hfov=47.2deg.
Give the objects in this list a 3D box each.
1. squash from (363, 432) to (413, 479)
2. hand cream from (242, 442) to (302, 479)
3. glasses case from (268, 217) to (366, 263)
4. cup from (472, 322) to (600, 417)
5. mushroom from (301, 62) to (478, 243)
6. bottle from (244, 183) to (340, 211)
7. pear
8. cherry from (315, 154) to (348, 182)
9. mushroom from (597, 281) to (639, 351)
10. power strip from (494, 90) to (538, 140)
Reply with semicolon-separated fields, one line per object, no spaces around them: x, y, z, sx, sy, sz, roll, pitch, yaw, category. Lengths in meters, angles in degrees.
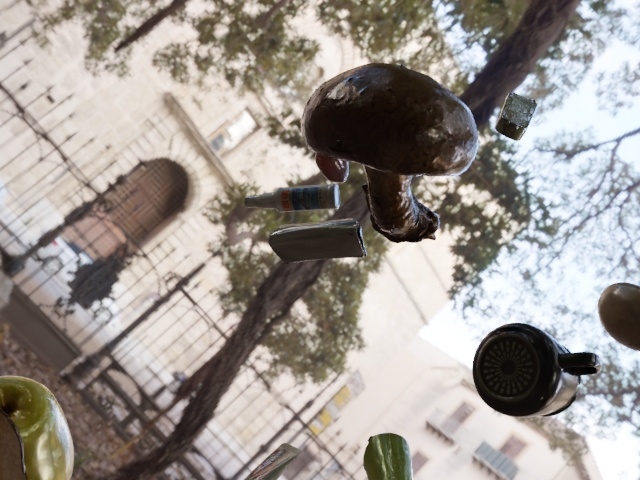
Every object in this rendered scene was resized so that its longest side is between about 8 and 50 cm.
0.177;0.628;1.802;0.137;0.137;0.287;56;16;-32;squash
-0.135;0.494;1.463;0.080;0.234;0.050;0;-52;58;hand cream
0.001;0.002;2.251;0.308;0.083;0.128;-5;-51;25;glasses case
0.404;0.240;1.336;0.223;0.169;0.176;-14;-26;35;cup
0.112;-0.169;1.426;0.331;0.356;0.334;35;24;15;mushroom
-0.066;-0.094;1.648;0.217;0.060;0.060;-2;-35;17;bottle
-0.661;0.446;1.596;0.340;0.386;0.191;48;32;18;pear
0.033;-0.237;2.212;0.087;0.106;0.126;-2;-91;54;cherry
0.803;0.171;1.822;0.204;0.204;0.204;44;-14;14;mushroom
0.476;-0.302;1.779;0.080;0.286;0.048;26;-61;7;power strip
